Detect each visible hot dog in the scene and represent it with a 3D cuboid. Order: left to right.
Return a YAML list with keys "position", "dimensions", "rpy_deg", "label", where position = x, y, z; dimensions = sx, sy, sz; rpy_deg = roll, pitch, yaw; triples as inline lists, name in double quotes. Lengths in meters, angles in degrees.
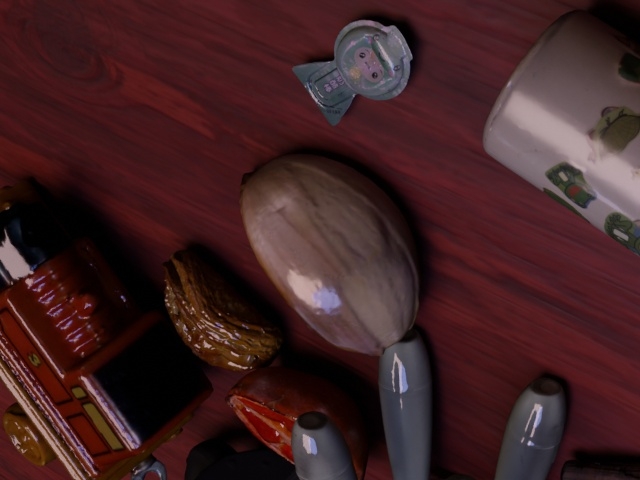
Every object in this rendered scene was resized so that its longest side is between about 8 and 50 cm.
- position: [-0.104, 0.072, 1.290]
  dimensions: [0.147, 0.065, 0.099]
  rpy_deg: [41, 156, 6]
  label: "hot dog"

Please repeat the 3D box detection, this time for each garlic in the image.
- position: [0.008, -0.006, 1.108]
  dimensions: [0.115, 0.128, 0.207]
  rpy_deg: [-43, 77, 23]
  label: "garlic"

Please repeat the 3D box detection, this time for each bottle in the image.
- position: [0.237, -0.038, 0.859]
  dimensions: [0.253, 0.120, 0.120]
  rpy_deg: [37, 139, 13]
  label: "bottle"

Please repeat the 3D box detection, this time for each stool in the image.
- position: [0.094, 0.212, 1.134]
  dimensions: [0.195, 0.195, 0.199]
  rpy_deg: [18, 126, 31]
  label: "stool"

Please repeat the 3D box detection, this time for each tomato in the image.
- position: [-0.008, 0.173, 1.277]
  dimensions: [0.155, 0.069, 0.155]
  rpy_deg: [30, 156, 15]
  label: "tomato"

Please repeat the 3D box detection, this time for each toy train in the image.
- position: [-0.257, 0.112, 1.372]
  dimensions: [0.369, 0.163, 0.231]
  rpy_deg: [56, 144, -8]
  label: "toy train"

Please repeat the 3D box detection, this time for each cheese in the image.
- position: [0.030, -0.135, 1.037]
  dimensions: [0.120, 0.026, 0.067]
  rpy_deg: [-26, 101, 49]
  label: "cheese"

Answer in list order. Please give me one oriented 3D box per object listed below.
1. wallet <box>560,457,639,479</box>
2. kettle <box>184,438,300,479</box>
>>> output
- position: [0.311, 0.232, 1.065]
  dimensions: [0.230, 0.042, 0.124]
  rpy_deg: [-9, 112, 43]
  label: "wallet"
- position: [-0.084, 0.363, 1.405]
  dimensions: [0.250, 0.207, 0.271]
  rpy_deg: [28, 144, 13]
  label: "kettle"
